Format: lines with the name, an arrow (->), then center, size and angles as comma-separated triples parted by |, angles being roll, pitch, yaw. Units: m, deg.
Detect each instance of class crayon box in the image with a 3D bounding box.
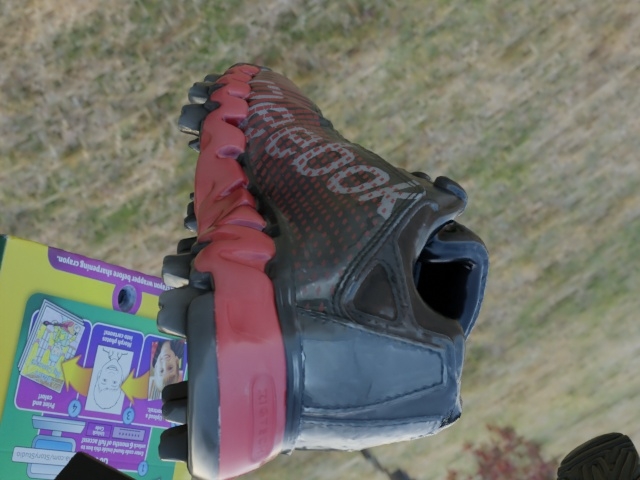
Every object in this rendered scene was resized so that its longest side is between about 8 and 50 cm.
crayon box -> -0.278, 0.179, 1.368 | 0.106, 0.313, 0.363 | 6, 171, 35

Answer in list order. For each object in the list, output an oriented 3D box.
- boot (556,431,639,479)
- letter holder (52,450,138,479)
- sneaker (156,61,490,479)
boot -> 0.209, 0.225, 0.669 | 0.076, 0.208, 0.189 | -26, -164, 21
letter holder -> -0.083, 0.321, 0.908 | 0.152, 0.302, 0.214 | -52, 142, -28
sneaker -> 0.000, 0.001, 0.542 | 0.135, 0.276, 0.098 | 0, 119, -5
